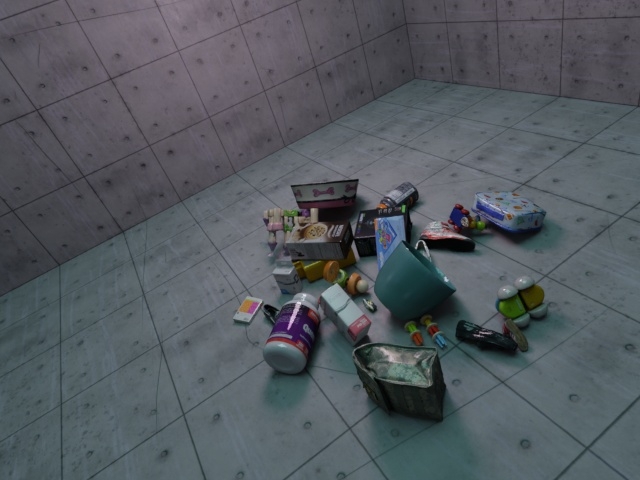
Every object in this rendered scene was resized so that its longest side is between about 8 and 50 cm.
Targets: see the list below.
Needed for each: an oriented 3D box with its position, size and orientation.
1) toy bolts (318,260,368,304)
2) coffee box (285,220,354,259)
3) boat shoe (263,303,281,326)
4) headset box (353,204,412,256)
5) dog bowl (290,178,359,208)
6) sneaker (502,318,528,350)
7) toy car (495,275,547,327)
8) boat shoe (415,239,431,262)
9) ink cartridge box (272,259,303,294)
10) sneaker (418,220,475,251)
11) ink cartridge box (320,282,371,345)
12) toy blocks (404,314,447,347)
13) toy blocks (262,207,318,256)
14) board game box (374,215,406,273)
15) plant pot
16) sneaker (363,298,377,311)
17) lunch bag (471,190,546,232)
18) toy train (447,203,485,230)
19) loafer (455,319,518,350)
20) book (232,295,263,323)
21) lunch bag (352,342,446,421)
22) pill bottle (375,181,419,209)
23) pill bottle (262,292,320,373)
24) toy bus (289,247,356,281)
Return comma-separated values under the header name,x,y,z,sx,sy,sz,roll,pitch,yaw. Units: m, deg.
name,x,y,z,sx,sy,sz,roll,pitch,yaw
toy bolts,0.102,0.222,1.866,0.158,0.218,0.229,13,64,31
coffee box,0.000,0.000,2.078,0.297,0.119,0.168,-2,39,23
boat shoe,-0.202,0.358,1.932,0.075,0.065,0.206,-37,38,-23
headset box,0.336,-0.050,2.157,0.283,0.131,0.246,-5,38,20
dog bowl,0.031,-0.276,2.480,0.407,0.150,0.408,-5,9,1
sneaker,0.704,0.348,1.513,0.042,0.067,0.118,-21,64,-5
toy car,0.745,0.228,1.579,0.182,0.159,0.136,-27,0,-8
boat shoe,0.459,0.105,1.911,0.098,0.096,0.277,-8,37,14
ink cartridge box,-0.166,0.182,2.052,0.104,0.180,0.060,0,39,28
sneaker,0.622,-0.028,2.016,0.270,0.090,0.145,4,44,35
ink cartridge box,0.098,0.302,1.698,0.092,0.158,0.218,-37,68,-18
toy blocks,0.411,0.367,1.616,0.123,0.054,0.148,-22,35,-4
toy blocks,-0.175,-0.045,2.373,0.288,0.260,0.309,-2,1,-24
board game box,0.340,0.027,1.990,0.145,0.027,0.281,-7,77,18
plant pot,0.362,0.182,1.701,0.235,0.293,0.293,-49,32,13
sneaker,0.219,0.285,1.853,0.035,0.031,0.083,-18,36,-21
lunch bag,0.871,-0.140,1.964,0.243,0.115,0.303,-9,29,-23
toy train,0.714,-0.080,1.973,0.143,0.105,0.248,17,20,-8
loafer,0.601,0.360,1.522,0.223,0.076,0.078,16,85,42
book,-0.355,0.344,2.059,0.096,0.035,0.144,5,42,27
lunch bag,0.255,0.469,1.395,0.287,0.235,0.169,-1,42,26
pill bottle,0.425,-0.215,2.338,0.245,0.130,0.130,-36,37,-21
pill bottle,-0.107,0.379,1.751,0.181,0.181,0.323,-3,38,23
toy bus,0.004,0.111,2.128,0.332,0.108,0.130,-23,36,-4
